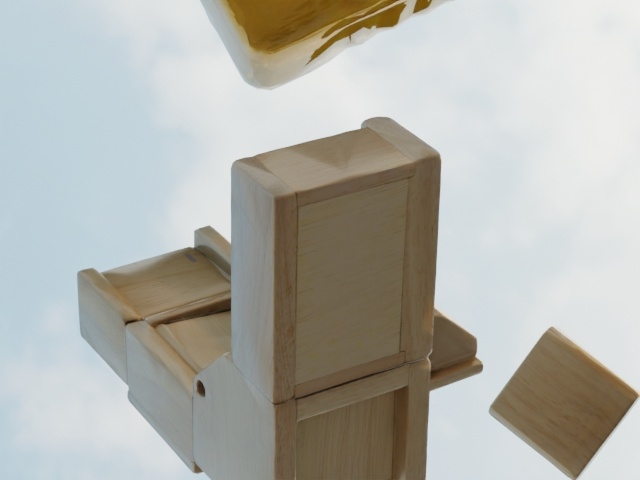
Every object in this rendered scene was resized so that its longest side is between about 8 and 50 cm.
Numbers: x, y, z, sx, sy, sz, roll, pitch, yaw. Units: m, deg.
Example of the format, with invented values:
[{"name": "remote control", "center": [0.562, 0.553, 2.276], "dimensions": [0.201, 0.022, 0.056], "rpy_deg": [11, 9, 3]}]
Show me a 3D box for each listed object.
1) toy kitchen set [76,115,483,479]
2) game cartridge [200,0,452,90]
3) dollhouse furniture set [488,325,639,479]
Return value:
[{"name": "toy kitchen set", "center": [0.000, 0.000, 0.386], "dimensions": [0.068, 0.083, 0.075], "rpy_deg": [-16, -56, -27]}, {"name": "game cartridge", "center": [0.060, -0.232, 0.571], "dimensions": [0.323, 0.053, 0.285], "rpy_deg": [-26, -103, -10]}, {"name": "dollhouse furniture set", "center": [0.267, 0.048, 0.689], "dimensions": [0.355, 0.174, 0.303], "rpy_deg": [37, -80, 17]}]
